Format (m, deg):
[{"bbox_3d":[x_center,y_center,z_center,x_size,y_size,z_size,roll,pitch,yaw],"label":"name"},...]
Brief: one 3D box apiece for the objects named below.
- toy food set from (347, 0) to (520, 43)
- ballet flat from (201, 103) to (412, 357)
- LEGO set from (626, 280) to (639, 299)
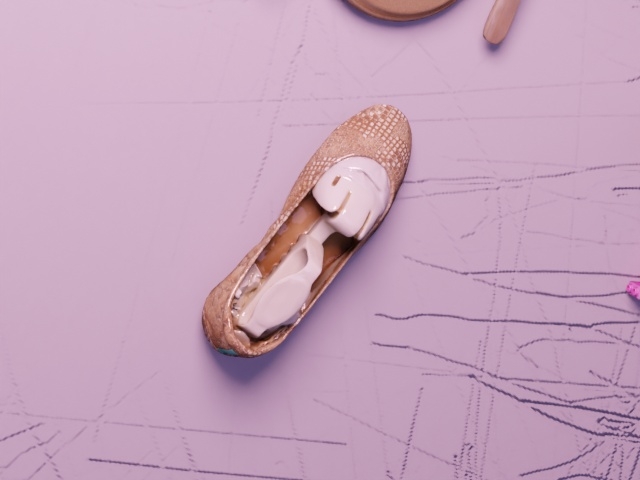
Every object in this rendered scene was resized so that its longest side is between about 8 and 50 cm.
[{"bbox_3d":[0.059,-0.211,1.065,0.192,0.038,0.132,16,107,-25],"label":"toy food set"},{"bbox_3d":[0.000,0.000,1.085,0.073,0.067,0.206,35,93,-21],"label":"ballet flat"},{"bbox_3d":[0.273,-0.041,1.145,0.093,0.087,0.227,4,103,-18],"label":"LEGO set"}]
